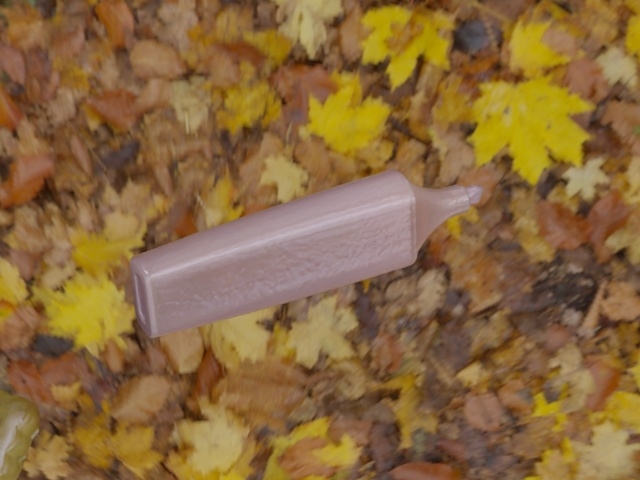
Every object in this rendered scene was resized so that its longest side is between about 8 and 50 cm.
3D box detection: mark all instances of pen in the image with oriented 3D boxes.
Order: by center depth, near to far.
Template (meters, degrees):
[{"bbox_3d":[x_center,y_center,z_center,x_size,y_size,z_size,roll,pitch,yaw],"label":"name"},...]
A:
[{"bbox_3d":[0.000,0.000,0.690,0.197,0.032,0.053,-16,120,-25],"label":"pen"}]

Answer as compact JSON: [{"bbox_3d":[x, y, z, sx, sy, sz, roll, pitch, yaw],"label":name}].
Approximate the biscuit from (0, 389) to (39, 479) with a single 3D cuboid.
[{"bbox_3d":[-0.317,0.159,0.921,0.255,0.029,0.172,8,69,28],"label":"biscuit"}]
